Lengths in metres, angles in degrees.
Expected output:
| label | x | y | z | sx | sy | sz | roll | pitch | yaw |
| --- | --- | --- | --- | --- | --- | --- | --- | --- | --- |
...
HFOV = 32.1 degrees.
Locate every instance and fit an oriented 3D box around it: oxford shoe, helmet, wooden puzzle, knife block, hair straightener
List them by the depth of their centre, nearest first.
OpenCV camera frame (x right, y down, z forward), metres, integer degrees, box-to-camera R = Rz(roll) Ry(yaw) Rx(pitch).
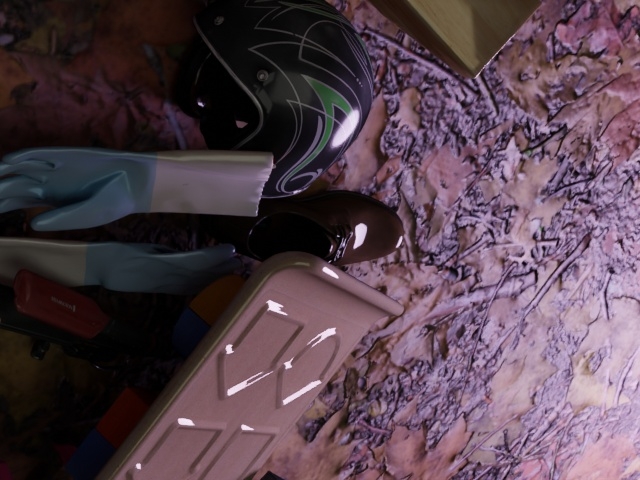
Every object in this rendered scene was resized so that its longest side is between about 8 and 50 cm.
| label | x | y | z | sx | sy | sz | roll | pitch | yaw |
| --- | --- | --- | --- | --- | --- | --- | --- | --- | --- |
| knife block | 0.034 | -0.271 | 0.862 | 0.088 | 0.276 | 0.242 | -48 | 161 | 0 |
| helmet | -0.037 | -0.134 | 0.939 | 0.169 | 0.169 | 0.161 | 0 | 131 | -34 |
| hair straightener | -0.221 | 0.080 | 1.012 | 0.089 | 0.047 | 0.230 | -17 | 158 | 27 |
| wooden puzzle | -0.094 | 0.149 | 1.062 | 0.348 | 0.080 | 0.322 | -48 | 159 | 4 |
| oxford shoe | 0.000 | 0.000 | 1.086 | 0.227 | 0.096 | 0.082 | 1 | 114 | -36 |

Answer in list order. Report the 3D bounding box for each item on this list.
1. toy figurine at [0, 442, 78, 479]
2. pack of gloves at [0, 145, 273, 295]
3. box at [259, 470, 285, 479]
| label | x | y | z | sx | sy | sz | roll | pitch | yaw |
| --- | --- | --- | --- | --- | --- | --- | --- | --- | --- |
| toy figurine | -0.284 | 0.249 | 1.045 | 0.159 | 0.130 | 0.173 | 4 | 136 | -45 |
| pack of gloves | -0.166 | 0.002 | 0.914 | 0.232 | 0.046 | 0.195 | 1 | 143 | -15 |
| box | -0.082 | 0.403 | 1.240 | 0.261 | 0.103 | 0.184 | -46 | 147 | -3 |
